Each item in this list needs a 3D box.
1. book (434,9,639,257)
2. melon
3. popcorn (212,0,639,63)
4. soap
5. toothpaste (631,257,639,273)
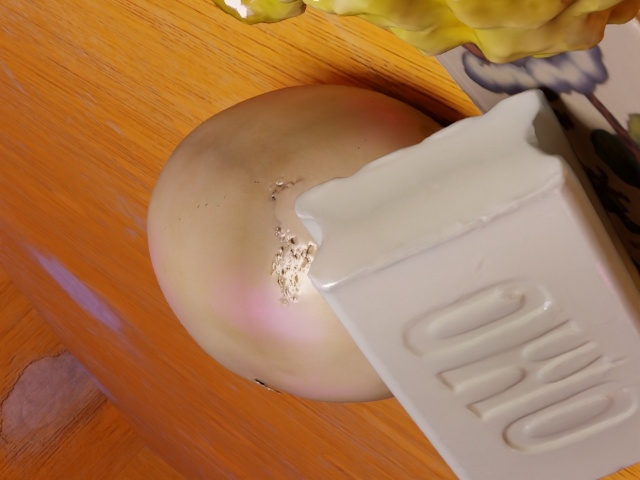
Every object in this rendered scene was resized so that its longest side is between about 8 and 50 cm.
[{"bbox_3d":[0.116,-0.122,0.960,0.371,0.043,0.260,48,165,-16],"label":"book"},{"bbox_3d":[0.000,0.000,1.237,0.223,0.223,0.317,52,164,-27],"label":"melon"},{"bbox_3d":[0.043,-0.169,0.709,0.236,0.206,0.251,-3,158,19],"label":"popcorn"},{"bbox_3d":[0.115,0.048,1.048,0.265,0.159,0.088,54,-164,-43],"label":"soap"},{"bbox_3d":[0.178,0.016,1.191,0.049,0.031,0.204,37,167,-23],"label":"toothpaste"}]
